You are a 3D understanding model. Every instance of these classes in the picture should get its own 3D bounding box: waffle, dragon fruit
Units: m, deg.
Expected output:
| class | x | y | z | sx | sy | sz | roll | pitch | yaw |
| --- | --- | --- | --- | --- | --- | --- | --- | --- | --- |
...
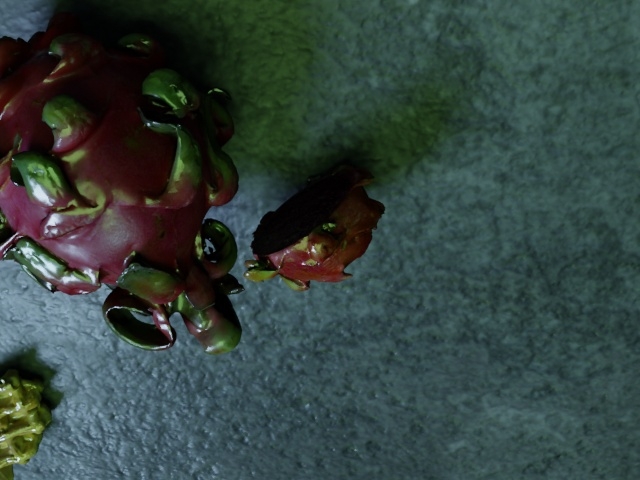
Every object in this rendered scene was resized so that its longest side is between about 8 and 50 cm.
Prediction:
| class | x | y | z | sx | sy | sz | roll | pitch | yaw |
| --- | --- | --- | --- | --- | --- | --- | --- | --- | --- |
| waffle | -0.353 | 0.178 | 1.244 | 0.160 | 0.046 | 0.192 | 31 | 120 | -17 |
| dragon fruit | -0.166 | -0.038 | 1.009 | 0.198 | 0.218 | 0.273 | 32 | 142 | 38 |
| dragon fruit | 0.004 | -0.004 | 1.046 | 0.112 | 0.126 | 0.068 | -25 | 114 | 28 |
